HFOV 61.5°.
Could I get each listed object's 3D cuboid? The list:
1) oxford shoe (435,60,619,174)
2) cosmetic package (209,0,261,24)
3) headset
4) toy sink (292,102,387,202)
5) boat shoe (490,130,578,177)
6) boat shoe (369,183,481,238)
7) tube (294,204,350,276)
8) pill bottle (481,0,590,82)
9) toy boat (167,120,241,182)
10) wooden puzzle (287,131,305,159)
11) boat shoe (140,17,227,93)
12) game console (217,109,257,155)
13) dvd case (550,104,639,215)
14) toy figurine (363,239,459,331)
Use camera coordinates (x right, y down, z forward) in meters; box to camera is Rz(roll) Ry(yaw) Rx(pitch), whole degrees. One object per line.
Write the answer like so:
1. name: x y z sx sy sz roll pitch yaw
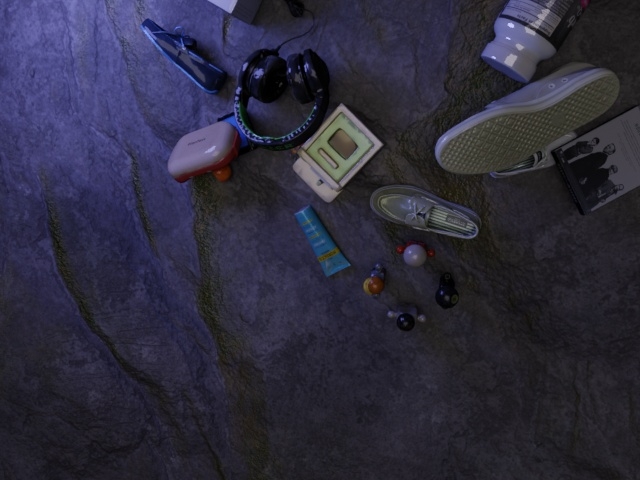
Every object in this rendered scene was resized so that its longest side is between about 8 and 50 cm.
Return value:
1. oxford shoe: 0.476 -0.292 1.285 0.449 0.130 0.169 -26 133 1
2. cosmetic package: -0.244 -0.673 1.367 0.183 0.151 0.151 32 106 5
3. headset: -0.097 -0.429 1.357 0.243 0.185 0.394 7 80 19
4. toy sink: 0.037 -0.221 1.417 0.153 0.131 0.234 46 106 0
5. boat shoe: 0.537 -0.208 1.349 0.226 0.076 0.083 -26 96 15
6. boat shoe: 0.277 -0.078 1.418 0.302 0.094 0.109 14 104 8
7. tube: 0.000 0.000 1.518 0.080 0.052 0.207 -26 102 25
8. pill bottle: 0.507 -0.522 1.246 0.162 0.162 0.278 32 106 3
9. toy boat: -0.305 -0.220 1.492 0.231 0.151 0.151 -13 138 26
10. wooden puzzle: -0.070 -0.268 1.493 0.049 0.006 0.083 33 106 3
11. boat shoe: -0.364 -0.512 1.465 0.258 0.109 0.089 41 99 -16
12. game console: -0.228 -0.301 1.487 0.071 0.107 0.122 -23 98 -14
13. dvd case: 0.707 -0.195 1.312 0.238 0.029 0.179 -28 95 -1
14. toy figurine: 0.242 0.122 1.439 0.209 0.148 0.213 -36 93 16
